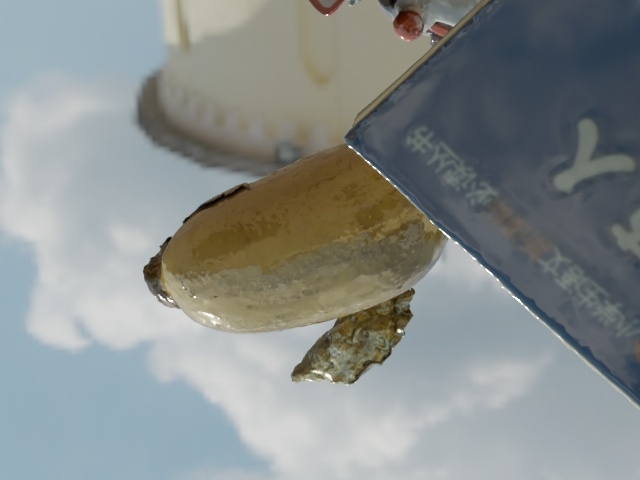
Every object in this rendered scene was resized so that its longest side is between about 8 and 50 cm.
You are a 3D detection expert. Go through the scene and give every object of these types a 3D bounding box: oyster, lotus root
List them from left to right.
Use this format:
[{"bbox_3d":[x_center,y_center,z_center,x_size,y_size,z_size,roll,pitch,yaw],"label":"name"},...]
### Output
[{"bbox_3d":[0.000,0.001,1.673,0.303,0.130,0.146,-21,159,4],"label":"lotus root"},{"bbox_3d":[0.038,0.073,1.842,0.045,0.121,0.146,28,154,-25],"label":"oyster"}]

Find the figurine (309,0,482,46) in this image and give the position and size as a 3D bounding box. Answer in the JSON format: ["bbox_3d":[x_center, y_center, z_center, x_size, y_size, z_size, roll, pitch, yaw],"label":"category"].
[{"bbox_3d":[0.105,-0.285,2.141,0.226,0.160,0.183,28,-162,-33],"label":"figurine"}]

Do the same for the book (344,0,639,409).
[{"bbox_3d":[0.263,-0.095,0.996,0.428,0.300,0.039,-43,-162,23],"label":"book"}]
